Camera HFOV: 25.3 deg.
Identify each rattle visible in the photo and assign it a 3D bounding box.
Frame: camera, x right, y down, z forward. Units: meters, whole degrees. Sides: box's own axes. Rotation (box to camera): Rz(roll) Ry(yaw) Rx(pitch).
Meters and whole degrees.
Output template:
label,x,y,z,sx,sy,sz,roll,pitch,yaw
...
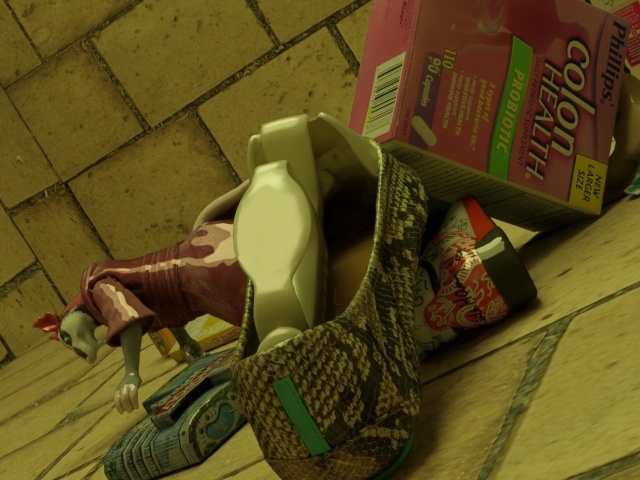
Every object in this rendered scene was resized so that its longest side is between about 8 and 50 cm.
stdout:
label,x,y,z,sx,sy,sz,roll,pitch,yaw
rattle,0.349,-0.095,1.475,0.130,0.143,0.200,-63,24,2

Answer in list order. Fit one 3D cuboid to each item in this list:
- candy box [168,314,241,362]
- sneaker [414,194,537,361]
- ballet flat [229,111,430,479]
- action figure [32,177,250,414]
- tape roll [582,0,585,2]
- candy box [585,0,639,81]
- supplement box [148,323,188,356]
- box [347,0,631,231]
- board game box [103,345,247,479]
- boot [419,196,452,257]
label,x,y,z,sx,sy,sz,roll,pitch,yaw
candy box,-0.127,0.107,2.026,0.206,0.027,0.105,-25,23,44
sneaker,0.107,0.035,1.335,0.145,0.090,0.270,-28,9,3
ballet flat,0.000,0.000,1.160,0.164,0.182,0.482,-24,25,15
action figure,-0.179,0.049,1.755,0.370,0.275,0.248,-12,5,0
tape roll,0.489,-0.443,2.344,0.275,0.274,0.090,-33,7,-13
candy box,0.389,-0.268,1.680,0.071,0.233,0.159,-27,7,36
supplement box,-0.162,0.087,2.213,0.233,0.080,0.078,-36,6,-22
box,0.167,-0.149,1.428,0.117,0.243,0.213,-18,57,63
board game box,-0.112,0.166,1.479,0.194,0.060,0.194,-26,8,41
boot,0.056,0.044,1.520,0.207,0.094,0.246,-14,-30,-41
